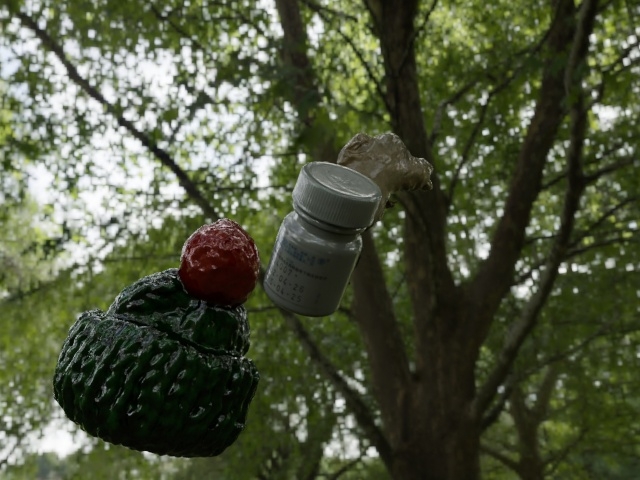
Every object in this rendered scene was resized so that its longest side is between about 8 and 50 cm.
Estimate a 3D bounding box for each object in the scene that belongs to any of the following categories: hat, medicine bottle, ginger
[{"bbox_3d":[-0.199,0.121,1.193,0.274,0.332,0.242,24,-3,-39],"label":"hat"},{"bbox_3d":[0.000,0.000,1.031,0.105,0.105,0.168,7,-62,-27],"label":"medicine bottle"},{"bbox_3d":[0.087,-0.102,1.299,0.213,0.137,0.074,-31,20,-27],"label":"ginger"}]
